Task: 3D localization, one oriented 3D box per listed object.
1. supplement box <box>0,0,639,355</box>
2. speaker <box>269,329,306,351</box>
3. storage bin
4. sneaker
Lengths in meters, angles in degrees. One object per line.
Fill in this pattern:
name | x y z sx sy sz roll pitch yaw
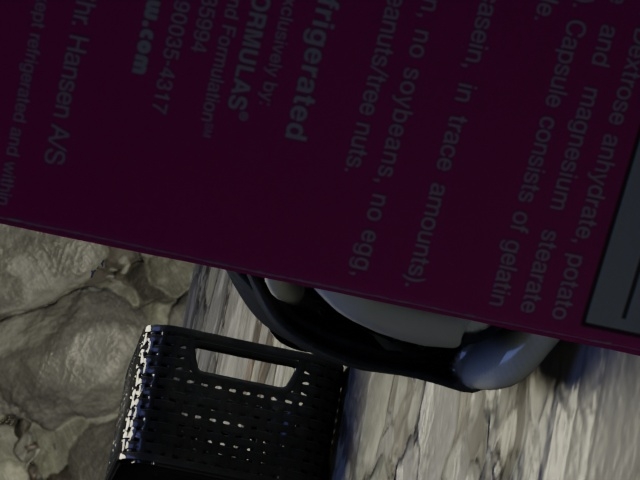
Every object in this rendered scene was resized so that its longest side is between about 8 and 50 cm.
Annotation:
supplement box | 0.021 -0.053 0.388 0.111 0.220 0.114 -102 26 -71
speaker | 0.000 0.000 1.145 0.055 0.055 0.136 109 170 -46
storage bin | -0.064 0.120 1.168 0.180 0.122 0.084 123 158 -71
sneaker | 0.021 -0.004 0.690 0.321 0.126 0.127 119 168 -62
